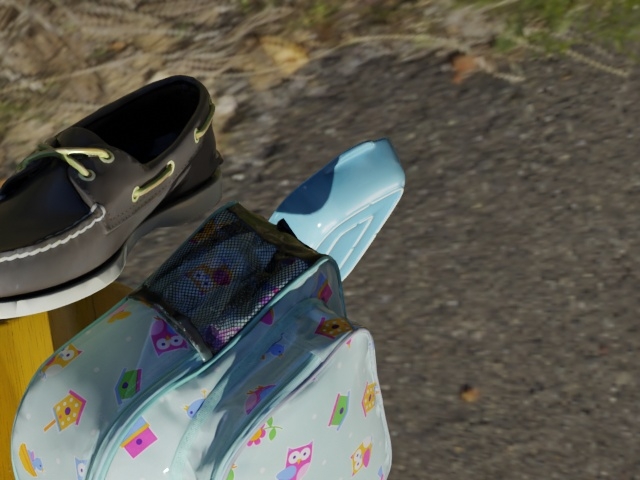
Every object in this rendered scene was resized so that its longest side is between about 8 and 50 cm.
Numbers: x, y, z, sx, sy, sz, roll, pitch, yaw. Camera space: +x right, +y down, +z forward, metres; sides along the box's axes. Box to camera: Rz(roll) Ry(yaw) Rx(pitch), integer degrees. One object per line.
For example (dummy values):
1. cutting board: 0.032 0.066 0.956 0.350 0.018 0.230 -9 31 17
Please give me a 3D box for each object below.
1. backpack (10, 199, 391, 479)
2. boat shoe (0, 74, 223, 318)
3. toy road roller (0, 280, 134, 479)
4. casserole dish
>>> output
1. backpack: -0.060 0.100 0.790 0.188 0.144 0.166 -33 139 -22
2. boat shoe: -0.122 -0.027 0.774 0.081 0.228 0.069 10 114 21
3. toy road roller: -0.167 0.130 0.993 0.329 0.240 0.202 11 64 -55
4. casserole dish: 0.000 0.000 1.051 0.114 0.188 0.037 -30 74 -35
